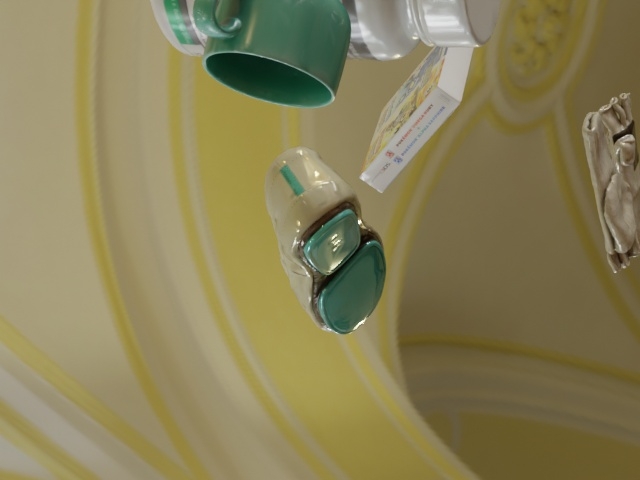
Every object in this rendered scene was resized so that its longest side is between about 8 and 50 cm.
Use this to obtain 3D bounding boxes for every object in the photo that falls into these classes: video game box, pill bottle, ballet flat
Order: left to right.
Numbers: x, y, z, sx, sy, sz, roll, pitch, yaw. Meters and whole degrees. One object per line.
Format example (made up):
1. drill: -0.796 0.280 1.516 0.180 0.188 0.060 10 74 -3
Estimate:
1. ballet flat: 0.000 0.000 0.975 0.086 0.086 0.248 -54 -18 -15
2. pill bottle: 0.008 -0.302 1.384 0.204 0.361 0.204 5 -90 -69
3. video game box: 0.138 -0.189 1.753 0.187 0.048 0.205 -52 10 34

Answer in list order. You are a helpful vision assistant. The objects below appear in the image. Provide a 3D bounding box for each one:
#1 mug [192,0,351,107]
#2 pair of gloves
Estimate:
1. mug: -0.038 -0.195 1.145 0.158 0.129 0.097 71 -147 -76
2. pair of gloves: 0.389 -0.078 1.607 0.240 0.042 0.204 -37 -64 -63
